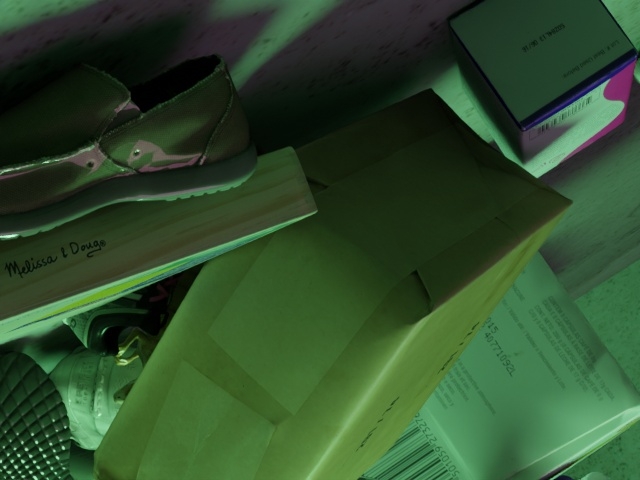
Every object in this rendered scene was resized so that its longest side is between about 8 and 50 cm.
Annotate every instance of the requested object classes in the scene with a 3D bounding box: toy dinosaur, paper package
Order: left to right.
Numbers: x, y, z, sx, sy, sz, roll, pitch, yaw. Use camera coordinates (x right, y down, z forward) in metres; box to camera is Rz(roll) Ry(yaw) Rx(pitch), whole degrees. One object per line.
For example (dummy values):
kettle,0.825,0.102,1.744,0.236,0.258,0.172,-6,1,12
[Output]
toy dinosaur,-0.131,0.053,1.418,0.064,0.112,0.212,46,61,-52
paper package,0.012,0.071,1.324,0.309,0.168,0.325,-31,157,-56

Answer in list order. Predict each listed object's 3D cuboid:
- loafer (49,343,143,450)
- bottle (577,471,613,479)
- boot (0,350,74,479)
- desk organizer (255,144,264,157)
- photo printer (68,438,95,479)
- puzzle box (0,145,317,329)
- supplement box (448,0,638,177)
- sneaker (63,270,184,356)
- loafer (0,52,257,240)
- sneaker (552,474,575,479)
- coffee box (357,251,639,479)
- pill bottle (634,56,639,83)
loafer,-0.215,0.153,1.594,0.111,0.112,0.319,8,165,-6
bottle,0.235,0.358,1.873,0.118,0.092,0.283,-21,164,-50
boot,-0.299,0.197,1.492,0.161,0.247,0.083,14,-138,39
desk organizer,-0.093,-0.022,1.281,0.130,0.050,0.047,-29,174,-27
photo printer,-0.209,0.278,1.708,0.307,0.107,0.256,11,-176,20
puzzle box,-0.230,0.042,1.047,0.409,0.052,0.272,-20,178,-45
supplement box,0.188,-0.140,1.365,0.111,0.114,0.220,-33,166,1
sneaker,-0.141,0.039,1.348,0.170,0.075,0.063,-35,167,11
loafer,-0.152,-0.063,0.949,0.251,0.087,0.094,-14,-156,-35
sneaker,0.209,0.286,1.666,0.170,0.068,0.071,-29,152,-47
coffee box,0.125,0.162,1.857,0.338,0.338,0.334,-33,167,-2
pill bottle,0.503,-0.205,1.738,0.301,0.169,0.169,-34,168,11
